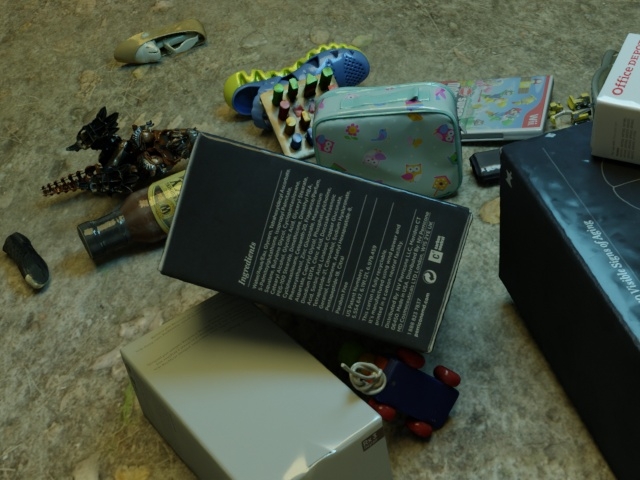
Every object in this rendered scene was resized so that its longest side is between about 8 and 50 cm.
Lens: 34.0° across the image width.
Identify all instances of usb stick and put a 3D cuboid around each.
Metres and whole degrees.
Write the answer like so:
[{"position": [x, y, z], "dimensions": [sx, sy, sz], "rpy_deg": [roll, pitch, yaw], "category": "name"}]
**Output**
[{"position": [0.421, -0.160, 1.970], "dimensions": [0.278, 0.045, 0.077], "rpy_deg": [-11, 38, -1], "category": "usb stick"}]

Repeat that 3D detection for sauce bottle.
[{"position": [-0.282, -0.061, 1.963], "dimensions": [0.344, 0.111, 0.111], "rpy_deg": [-26, 41, -16], "category": "sauce bottle"}]

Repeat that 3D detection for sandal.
[{"position": [-0.041, -0.316, 2.222], "dimensions": [0.318, 0.126, 0.138], "rpy_deg": [-20, 44, 0], "category": "sandal"}]

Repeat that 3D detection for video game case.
[{"position": [0.319, -0.267, 2.123], "dimensions": [0.285, 0.025, 0.204], "rpy_deg": [0, 39, 20], "category": "video game case"}]

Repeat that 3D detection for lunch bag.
[{"position": [0.129, -0.184, 1.925], "dimensions": [0.279, 0.224, 0.107], "rpy_deg": [-4, 40, 10], "category": "lunch bag"}]

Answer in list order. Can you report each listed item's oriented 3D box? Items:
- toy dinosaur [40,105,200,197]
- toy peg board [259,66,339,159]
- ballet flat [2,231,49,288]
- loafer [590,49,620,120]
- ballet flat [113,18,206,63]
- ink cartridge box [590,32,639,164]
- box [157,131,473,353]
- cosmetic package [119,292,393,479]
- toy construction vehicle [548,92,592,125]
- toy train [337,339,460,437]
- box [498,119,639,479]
[{"position": [-0.392, -0.145, 2.069], "dimensions": [0.322, 0.218, 0.164], "rpy_deg": [-41, 83, 4], "category": "toy dinosaur"}, {"position": [-0.020, -0.262, 2.109], "dimensions": [0.161, 0.079, 0.160], "rpy_deg": [-20, 75, -11], "category": "toy peg board"}, {"position": [-0.549, 0.044, 1.953], "dimensions": [0.049, 0.057, 0.173], "rpy_deg": [-55, 42, 10], "category": "ballet flat"}, {"position": [0.592, -0.306, 2.072], "dimensions": [0.087, 0.094, 0.251], "rpy_deg": [4, 40, 24], "category": "loafer"}, {"position": [-0.382, -0.473, 2.520], "dimensions": [0.232, 0.080, 0.073], "rpy_deg": [-26, 56, -16], "category": "ballet flat"}, {"position": [0.507, -0.180, 1.421], "dimensions": [0.237, 0.100, 0.172], "rpy_deg": [15, 49, 23], "category": "ink cartridge box"}, {"position": [0.000, 0.000, 1.556], "dimensions": [0.396, 0.211, 0.293], "rpy_deg": [16, 2, 3], "category": "box"}, {"position": [-0.097, 0.251, 1.500], "dimensions": [0.217, 0.156, 0.385], "rpy_deg": [-29, 43, -21], "category": "cosmetic package"}, {"position": [0.499, -0.264, 2.088], "dimensions": [0.098, 0.035, 0.086], "rpy_deg": [-10, 39, 1], "category": "toy construction vehicle"}, {"position": [0.074, 0.183, 1.493], "dimensions": [0.143, 0.248, 0.105], "rpy_deg": [28, 88, 50], "category": "toy train"}, {"position": [0.556, 0.047, 1.458], "dimensions": [0.472, 0.297, 0.479], "rpy_deg": [-14, 44, -8], "category": "box"}]
